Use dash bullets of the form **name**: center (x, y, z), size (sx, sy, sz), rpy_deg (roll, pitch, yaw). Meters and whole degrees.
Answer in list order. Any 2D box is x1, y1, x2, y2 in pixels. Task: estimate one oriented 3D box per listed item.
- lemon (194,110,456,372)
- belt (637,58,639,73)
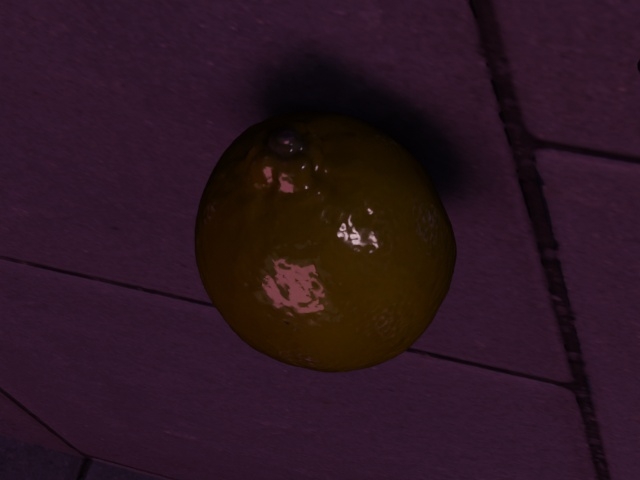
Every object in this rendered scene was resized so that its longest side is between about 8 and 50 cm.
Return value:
- **lemon**: center (0.000, 0.000, 1.058), size (0.184, 0.184, 0.248), rpy_deg (9, 158, 26)
- **belt**: center (0.137, -0.178, 0.357), size (0.207, 0.160, 0.295), rpy_deg (46, 139, 15)
